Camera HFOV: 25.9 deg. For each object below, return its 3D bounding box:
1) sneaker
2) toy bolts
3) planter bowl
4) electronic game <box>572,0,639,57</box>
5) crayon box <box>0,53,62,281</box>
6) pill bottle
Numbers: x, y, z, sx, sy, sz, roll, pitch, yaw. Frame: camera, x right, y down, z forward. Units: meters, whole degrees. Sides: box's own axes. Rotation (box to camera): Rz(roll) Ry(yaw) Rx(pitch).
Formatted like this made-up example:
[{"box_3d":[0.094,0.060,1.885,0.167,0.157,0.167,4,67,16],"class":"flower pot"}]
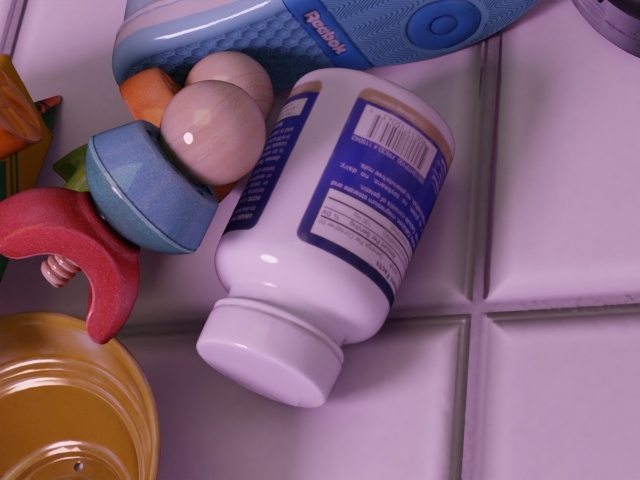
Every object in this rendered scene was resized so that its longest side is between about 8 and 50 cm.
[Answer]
[{"box_3d":[0.001,-0.222,0.976,0.319,0.127,0.208,-13,57,14],"class":"sneaker"},{"box_3d":[-0.123,-0.075,0.842,0.158,0.218,0.228,-40,27,8],"class":"toy bolts"},{"box_3d":[-0.176,0.158,0.835,0.217,0.090,0.217,-11,56,17],"class":"planter bowl"},{"box_3d":[0.250,-0.220,0.874,0.229,0.048,0.229,-5,81,34],"class":"electronic game"},{"box_3d":[-0.306,-0.018,0.943,0.202,0.081,0.318,-16,33,12],"class":"crayon box"},{"box_3d":[0.000,0.000,0.846,0.112,0.112,0.186,13,66,29],"class":"pill bottle"}]
